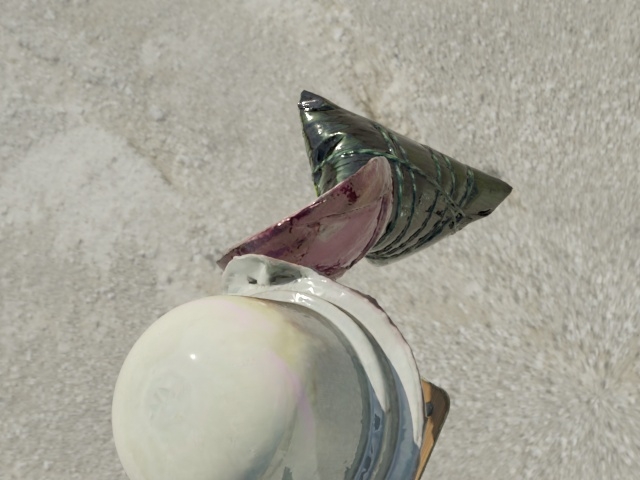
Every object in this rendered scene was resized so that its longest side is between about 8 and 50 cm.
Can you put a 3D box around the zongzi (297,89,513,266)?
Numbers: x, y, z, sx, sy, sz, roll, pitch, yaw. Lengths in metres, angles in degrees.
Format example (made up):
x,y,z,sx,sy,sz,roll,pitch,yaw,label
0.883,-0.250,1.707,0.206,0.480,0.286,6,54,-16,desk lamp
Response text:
x,y,z,sx,sy,sz,roll,pitch,yaw,label
0.108,-0.054,1.520,0.319,0.383,0.362,-37,32,27,zongzi

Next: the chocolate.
x,y,z,sx,sy,sz,roll,pitch,yaw,label
-0.047,0.096,0.532,0.221,0.147,0.221,-10,64,21,chocolate

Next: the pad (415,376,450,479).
x,y,z,sx,sy,sz,roll,pitch,yaw,label
0.074,0.338,1.445,0.284,0.018,0.287,20,87,54,pad

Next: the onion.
x,y,z,sx,sy,sz,roll,pitch,yaw,label
0.000,0.000,1.087,0.250,0.247,0.111,-30,92,0,onion
